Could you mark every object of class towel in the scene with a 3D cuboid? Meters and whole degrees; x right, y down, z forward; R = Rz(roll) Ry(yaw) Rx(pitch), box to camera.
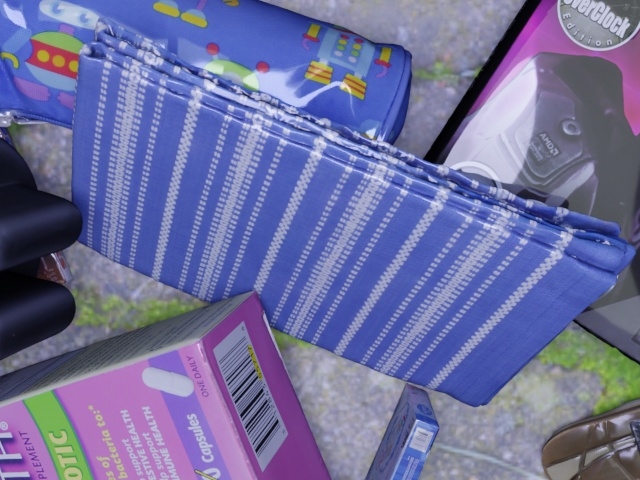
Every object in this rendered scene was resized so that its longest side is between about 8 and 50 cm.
[{"bbox_3d":[0.000,0.000,0.661,0.336,0.243,0.040,23,58,-2],"label":"towel"}]

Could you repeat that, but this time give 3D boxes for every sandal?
[{"bbox_3d":[0.253,0.144,0.747,0.180,0.049,0.072,-15,91,18],"label":"sandal"}]

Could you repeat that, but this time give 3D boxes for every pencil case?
[{"bbox_3d":[-0.095,-0.109,0.682,0.306,0.119,0.133,17,100,-1],"label":"pencil case"}]

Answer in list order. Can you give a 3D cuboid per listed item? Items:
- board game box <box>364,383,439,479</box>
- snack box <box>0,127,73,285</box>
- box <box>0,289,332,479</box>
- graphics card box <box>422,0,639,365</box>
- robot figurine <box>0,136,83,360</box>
[{"bbox_3d":[0.056,0.157,0.728,0.020,0.090,0.090,22,98,-4],"label":"board game box"},{"bbox_3d":[-0.246,-0.040,0.743,0.064,0.022,0.178,-22,97,5],"label":"snack box"},{"bbox_3d":[-0.127,0.180,0.696,0.243,0.117,0.213,-19,97,18],"label":"box"},{"bbox_3d":[0.246,-0.115,0.689,0.233,0.094,0.371,33,98,-3],"label":"graphics card box"},{"bbox_3d":[-0.293,-0.004,0.657,0.278,0.173,0.209,12,66,19],"label":"robot figurine"}]
